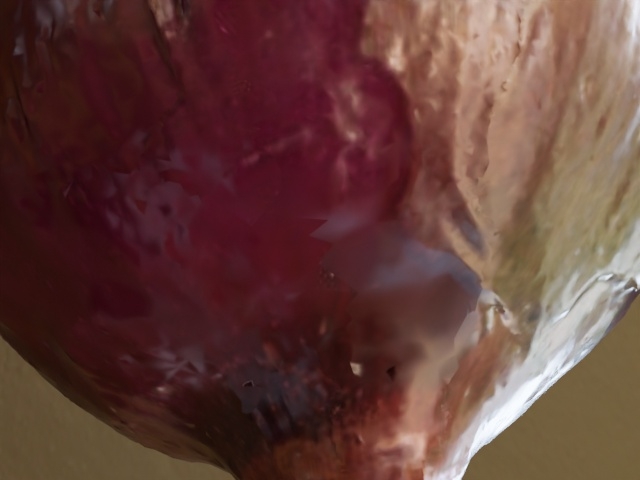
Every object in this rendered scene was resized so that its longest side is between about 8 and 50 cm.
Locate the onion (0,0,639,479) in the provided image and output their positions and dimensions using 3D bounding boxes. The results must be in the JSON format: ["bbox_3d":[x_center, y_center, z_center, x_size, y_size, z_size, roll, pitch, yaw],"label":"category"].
[{"bbox_3d":[0.000,0.000,0.721,0.347,0.385,0.348,-2,-34,-2],"label":"onion"}]
